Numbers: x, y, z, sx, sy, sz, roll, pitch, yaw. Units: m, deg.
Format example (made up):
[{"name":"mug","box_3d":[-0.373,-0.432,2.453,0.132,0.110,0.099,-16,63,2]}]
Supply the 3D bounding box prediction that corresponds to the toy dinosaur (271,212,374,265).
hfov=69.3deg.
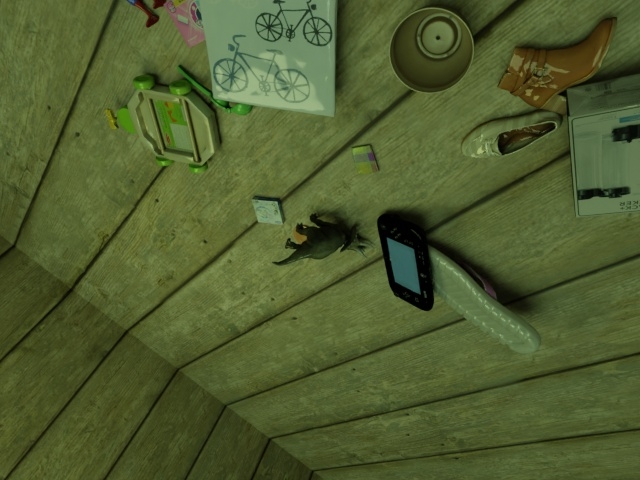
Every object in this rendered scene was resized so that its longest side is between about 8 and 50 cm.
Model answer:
[{"name":"toy dinosaur","box_3d":[0.000,0.000,1.327,0.160,0.313,0.121,19,112,42]}]

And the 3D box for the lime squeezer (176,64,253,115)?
[{"name":"lime squeezer","box_3d":[-0.240,-0.383,1.202,0.310,0.059,0.110,12,134,17]}]

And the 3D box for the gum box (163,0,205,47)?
[{"name":"gum box","box_3d":[-0.253,-0.537,1.065,0.188,0.062,0.107,-10,125,32]}]

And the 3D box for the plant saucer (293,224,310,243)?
[{"name":"plant saucer","box_3d":[-0.049,-0.013,1.472,0.083,0.013,0.084,14,133,15]}]

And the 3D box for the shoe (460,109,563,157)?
[{"name":"shoe","box_3d":[0.412,-0.230,1.017,0.218,0.058,0.077,-16,121,36]}]

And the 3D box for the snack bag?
[{"name":"snack bag","box_3d":[-0.117,-0.447,1.018,0.322,0.037,0.343,12,136,11]}]

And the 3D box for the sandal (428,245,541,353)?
[{"name":"sandal","box_3d":[0.445,0.152,1.316,0.416,0.102,0.169,43,155,8]}]

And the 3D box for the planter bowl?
[{"name":"planter bowl","box_3d":[0.228,-0.392,0.926,0.161,0.109,0.162,13,133,15]}]

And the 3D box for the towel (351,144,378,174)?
[{"name":"towel","box_3d":[0.116,-0.210,1.215,0.060,0.009,0.083,-3,127,29]}]

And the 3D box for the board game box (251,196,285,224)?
[{"name":"board game box","box_3d":[-0.163,-0.093,1.450,0.090,0.020,0.090,7,131,20]}]

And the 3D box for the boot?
[{"name":"boot","box_3d":[0.447,-0.347,0.888,0.152,0.073,0.197,26,133,9]}]

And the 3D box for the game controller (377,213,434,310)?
[{"name":"game controller","box_3d":[0.248,0.067,1.331,0.166,0.067,0.319,37,152,48]}]

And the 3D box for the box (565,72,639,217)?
[{"name":"box","box_3d":[0.587,-0.175,0.914,0.169,0.087,0.290,-5,141,27]}]

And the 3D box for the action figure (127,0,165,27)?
[{"name":"action figure","box_3d":[-0.519,-0.619,1.076,0.280,0.139,0.091,41,133,-9]}]

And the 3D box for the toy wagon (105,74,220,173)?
[{"name":"toy wagon","box_3d":[-0.459,-0.341,1.340,0.344,0.068,0.267,14,134,16]}]
